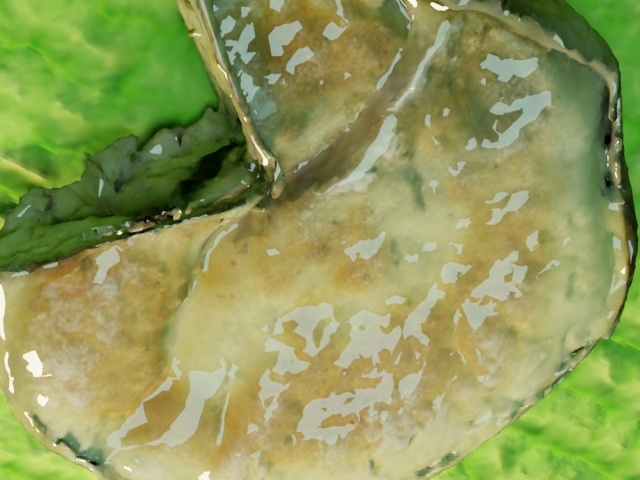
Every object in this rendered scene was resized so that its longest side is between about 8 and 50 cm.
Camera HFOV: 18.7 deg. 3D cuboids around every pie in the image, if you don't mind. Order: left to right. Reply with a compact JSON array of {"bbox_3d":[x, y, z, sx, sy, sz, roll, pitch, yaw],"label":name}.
[{"bbox_3d":[0.000,0.000,0.931,0.337,0.075,0.337,-8,119,-14],"label":"pie"}]
